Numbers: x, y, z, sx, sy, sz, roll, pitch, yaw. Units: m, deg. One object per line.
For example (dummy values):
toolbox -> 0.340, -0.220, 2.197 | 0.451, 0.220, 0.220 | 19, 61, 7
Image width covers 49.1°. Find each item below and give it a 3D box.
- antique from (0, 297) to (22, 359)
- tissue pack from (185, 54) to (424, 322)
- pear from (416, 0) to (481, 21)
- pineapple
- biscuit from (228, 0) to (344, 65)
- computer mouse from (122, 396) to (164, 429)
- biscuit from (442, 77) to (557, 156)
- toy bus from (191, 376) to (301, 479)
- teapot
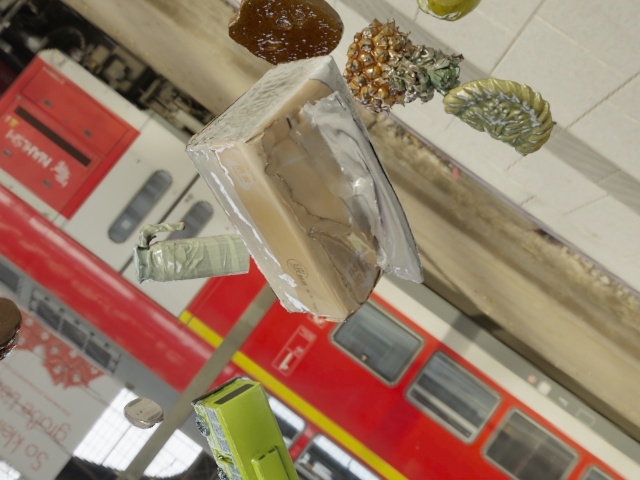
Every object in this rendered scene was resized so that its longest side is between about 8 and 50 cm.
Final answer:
antique -> -0.630, 0.183, 1.153 | 0.121, 0.257, 0.143 | 57, 143, 9
tissue pack -> 0.011, -0.066, 0.948 | 0.239, 0.239, 0.305 | 27, 150, 56
pear -> 0.268, -0.531, 1.431 | 0.149, 0.162, 0.149 | 21, -166, -5
pineapple -> 0.237, -0.437, 1.795 | 0.272, 0.262, 0.262 | 22, 164, 47
biscuit -> -0.085, -0.547, 1.801 | 0.273, 0.049, 0.257 | 21, 148, -23
computer mouse -> -0.359, 0.356, 1.426 | 0.096, 0.066, 0.039 | 21, 123, 35
biscuit -> 0.435, -0.301, 1.647 | 0.274, 0.036, 0.187 | 25, 147, -11
toy bus -> -0.149, 0.429, 1.455 | 0.150, 0.128, 0.262 | -10, 102, 55
teapot -> -0.233, 0.017, 1.259 | 0.201, 0.107, 0.077 | -6, -165, -22
